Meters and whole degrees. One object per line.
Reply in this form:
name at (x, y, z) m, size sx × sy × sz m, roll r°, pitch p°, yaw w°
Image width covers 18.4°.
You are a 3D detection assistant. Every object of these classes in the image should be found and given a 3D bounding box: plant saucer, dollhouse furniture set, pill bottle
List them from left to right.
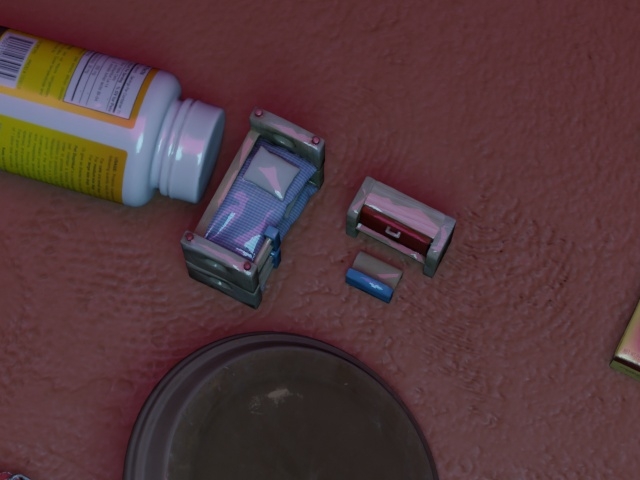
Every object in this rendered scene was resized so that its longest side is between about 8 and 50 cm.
pill bottle at (-0.193, -0.098, 1.635) m, size 0.215 × 0.117 × 0.117 m, roll 16°, pitch 77°, yaw 4°
plant saucer at (-0.019, 0.199, 1.541) m, size 0.278 × 0.041 × 0.277 m, roll 10°, pitch 67°, yaw -25°
dollhouse furniture set at (0.000, 0.000, 1.604) m, size 0.184 × 0.129 × 0.129 m, roll 26°, pitch 78°, yaw 6°

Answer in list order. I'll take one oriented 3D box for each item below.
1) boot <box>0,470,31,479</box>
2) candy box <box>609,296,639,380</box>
boot at (-0.178, 0.217, 1.577) m, size 0.244 × 0.088 × 0.176 m, roll -37°, pitch 76°, yaw -6°
candy box at (0.326, 0.040, 1.633) m, size 0.109 × 0.053 × 0.186 m, roll 24°, pitch 76°, yaw 7°
